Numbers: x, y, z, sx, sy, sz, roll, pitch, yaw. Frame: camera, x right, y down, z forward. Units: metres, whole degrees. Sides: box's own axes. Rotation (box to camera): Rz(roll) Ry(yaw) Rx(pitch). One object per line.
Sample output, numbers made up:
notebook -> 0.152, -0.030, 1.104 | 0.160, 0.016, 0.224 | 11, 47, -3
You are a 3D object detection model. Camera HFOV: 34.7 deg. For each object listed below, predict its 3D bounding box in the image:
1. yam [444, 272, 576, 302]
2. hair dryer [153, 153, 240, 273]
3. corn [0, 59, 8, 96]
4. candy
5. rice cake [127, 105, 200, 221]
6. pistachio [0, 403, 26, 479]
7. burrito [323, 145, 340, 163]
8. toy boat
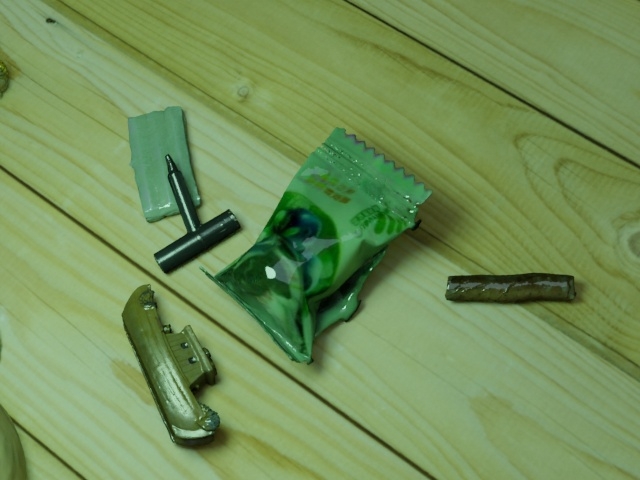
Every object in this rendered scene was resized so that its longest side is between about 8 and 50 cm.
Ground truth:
yam -> 0.347, 0.086, 1.869 | 0.241, 0.057, 0.057 | 0, 64, 3
hair dryer -> -0.275, -0.060, 1.952 | 0.173, 0.050, 0.195 | -33, 89, -12
corn -> -0.773, -0.384, 2.149 | 0.293, 0.106, 0.106 | 31, 70, 20
candy -> -0.002, -0.003, 1.851 | 0.263, 0.172, 0.398 | 37, 87, 20
rice cake -> -0.314, -0.154, 2.034 | 0.127, 0.043, 0.237 | -14, 64, -3
pistachio -> -0.616, 0.373, 1.708 | 0.238, 0.229, 0.321 | 5, 49, -41
burrito -> 0.016, -0.126, 1.990 | 0.064, 0.064, 0.203 | 23, 68, 14
toy boat -> -0.259, 0.215, 1.830 | 0.121, 0.089, 0.321 | -22, 63, -13
